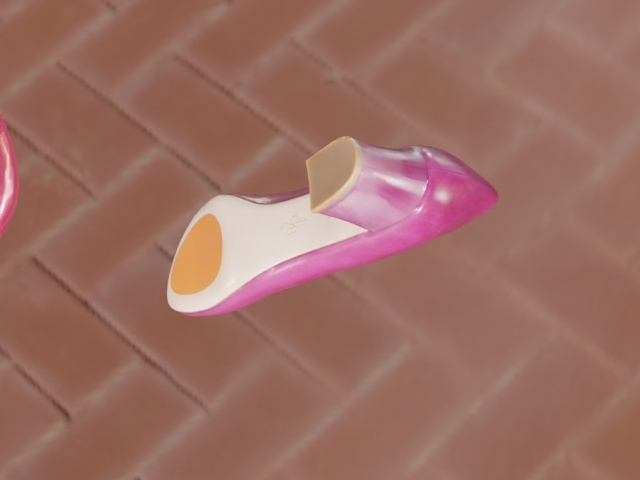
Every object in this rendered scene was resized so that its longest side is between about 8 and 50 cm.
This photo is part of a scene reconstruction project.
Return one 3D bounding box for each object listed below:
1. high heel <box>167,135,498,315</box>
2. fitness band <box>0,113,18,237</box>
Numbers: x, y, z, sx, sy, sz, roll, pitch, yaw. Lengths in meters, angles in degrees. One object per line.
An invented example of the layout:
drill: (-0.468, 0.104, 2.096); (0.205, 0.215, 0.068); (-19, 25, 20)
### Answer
high heel: (0.000, 0.000, 1.241); (0.117, 0.244, 0.082); (15, 56, -33)
fitness band: (-0.277, -0.079, 1.017); (0.209, 0.054, 0.291); (5, 42, -41)
